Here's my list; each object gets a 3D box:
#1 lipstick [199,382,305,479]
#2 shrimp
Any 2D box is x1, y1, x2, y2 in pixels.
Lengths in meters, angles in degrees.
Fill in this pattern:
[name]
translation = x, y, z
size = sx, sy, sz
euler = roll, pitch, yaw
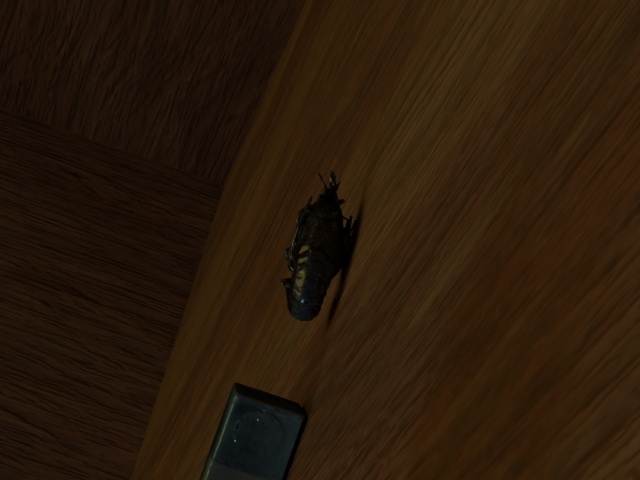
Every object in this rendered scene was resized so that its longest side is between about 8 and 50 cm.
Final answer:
[lipstick]
translation = -0.097, 0.285, 1.600
size = 0.068, 0.066, 0.317
euler = -131, 60, -83
[shrimp]
translation = 0.000, 0.000, 1.679
size = 0.065, 0.056, 0.165
euler = 107, 180, -47
